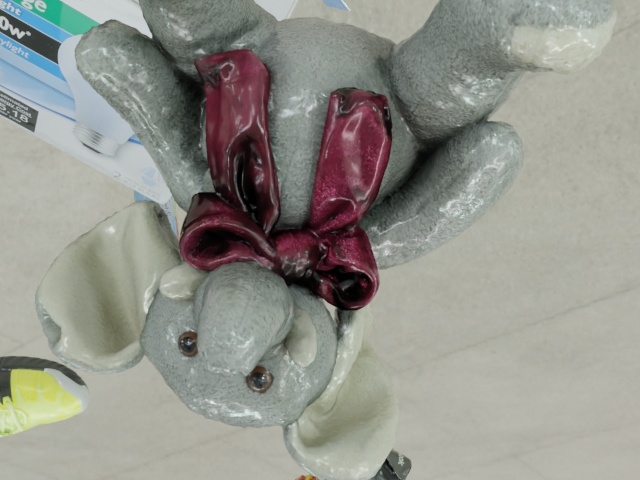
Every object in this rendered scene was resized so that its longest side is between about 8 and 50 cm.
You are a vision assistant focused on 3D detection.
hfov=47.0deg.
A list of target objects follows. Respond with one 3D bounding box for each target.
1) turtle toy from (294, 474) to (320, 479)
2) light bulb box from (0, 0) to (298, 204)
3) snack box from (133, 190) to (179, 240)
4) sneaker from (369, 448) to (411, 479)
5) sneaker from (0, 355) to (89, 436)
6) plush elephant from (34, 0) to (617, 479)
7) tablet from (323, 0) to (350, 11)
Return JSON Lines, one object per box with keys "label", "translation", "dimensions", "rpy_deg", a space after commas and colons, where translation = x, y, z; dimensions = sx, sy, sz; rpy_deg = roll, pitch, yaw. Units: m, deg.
{"label": "turtle toy", "translation": [-0.012, 0.367, 1.037], "dimensions": [0.095, 0.066, 0.130], "rpy_deg": [-37, -178, -8]}
{"label": "light bulb box", "translation": [-0.247, -0.272, 0.873], "dimensions": [0.358, 0.225, 0.361], "rpy_deg": [29, 152, -14]}
{"label": "snack box", "translation": [-0.284, -0.025, 1.284], "dimensions": [0.070, 0.175, 0.207], "rpy_deg": [-6, 176, -13]}
{"label": "sneaker", "translation": [0.066, 0.302, 1.009], "dimensions": [0.106, 0.078, 0.234], "rpy_deg": [-26, 108, 12]}
{"label": "sneaker", "translation": [-0.571, 0.285, 1.192], "dimensions": [0.384, 0.147, 0.145], "rpy_deg": [-5, 129, -2]}
{"label": "plush elephant", "translation": [-0.032, -0.003, 0.443], "dimensions": [0.271, 0.255, 0.330], "rpy_deg": [15, 160, -2]}
{"label": "tablet", "translation": [0.005, -0.353, 1.033], "dimensions": [0.006, 0.054, 0.083], "rpy_deg": [-57, 139, -3]}
